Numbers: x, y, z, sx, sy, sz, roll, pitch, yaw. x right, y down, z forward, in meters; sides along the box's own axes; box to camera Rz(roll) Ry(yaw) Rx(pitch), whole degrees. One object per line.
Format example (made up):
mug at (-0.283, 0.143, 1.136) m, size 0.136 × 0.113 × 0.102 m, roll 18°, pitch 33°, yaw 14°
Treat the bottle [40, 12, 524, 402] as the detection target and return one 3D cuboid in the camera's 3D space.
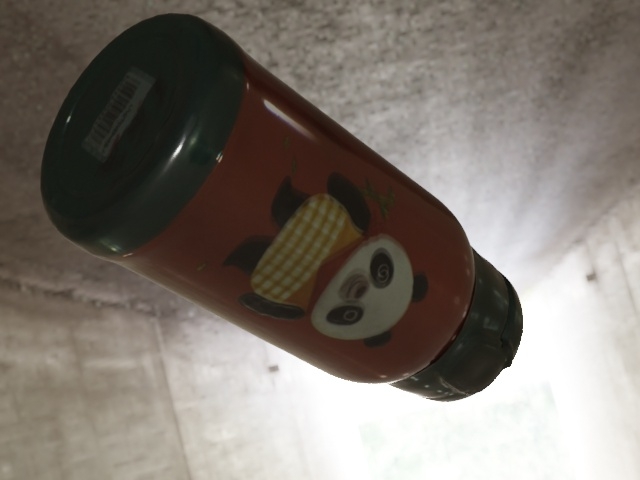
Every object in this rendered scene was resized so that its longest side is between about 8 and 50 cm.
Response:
bottle at (0.000, 0.000, 0.794) m, size 0.144 × 0.144 × 0.336 m, roll -20°, pitch 143°, yaw 38°
